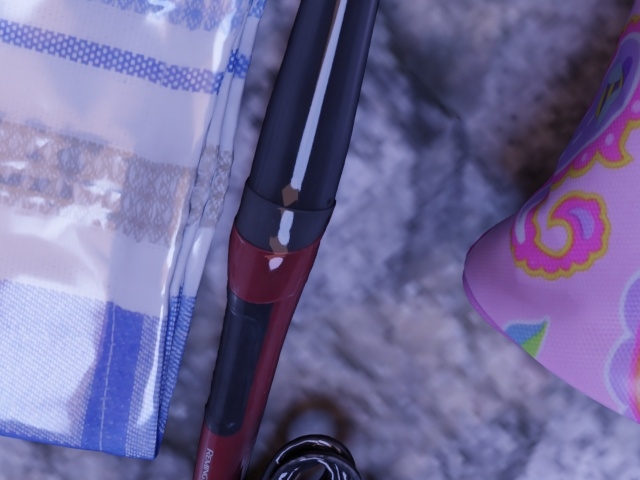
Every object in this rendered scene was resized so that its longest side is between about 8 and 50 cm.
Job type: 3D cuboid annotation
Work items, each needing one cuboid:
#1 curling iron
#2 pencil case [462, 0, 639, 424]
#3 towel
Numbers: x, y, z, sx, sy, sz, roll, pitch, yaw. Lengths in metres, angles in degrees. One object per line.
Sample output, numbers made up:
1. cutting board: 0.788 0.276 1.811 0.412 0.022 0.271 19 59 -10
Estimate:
1. curling iron: 0.000 0.000 0.531 0.068 0.035 0.274 7 111 -2
2. pencil case: 0.155 -0.074 0.453 0.124 0.124 0.284 27 109 -5
3. towel: -0.119 -0.077 0.493 0.209 0.034 0.285 12 105 -6
